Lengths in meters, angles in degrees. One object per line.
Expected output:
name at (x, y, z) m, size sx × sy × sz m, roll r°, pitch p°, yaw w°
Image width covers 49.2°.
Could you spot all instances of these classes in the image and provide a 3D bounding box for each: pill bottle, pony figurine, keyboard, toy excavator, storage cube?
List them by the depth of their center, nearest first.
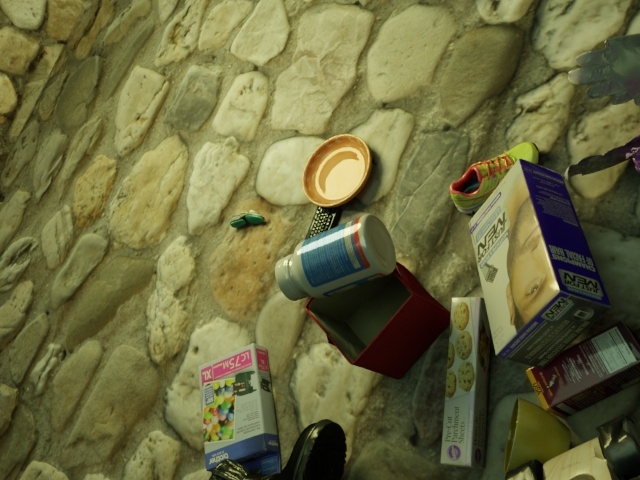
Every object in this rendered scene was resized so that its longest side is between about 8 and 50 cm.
toy excavator at (0.498, 0.547, 1.000) m, size 0.222 × 0.445 × 0.433 m, roll -37°, pitch 10°, yaw 20°
pony figurine at (0.627, -0.208, 1.208) m, size 0.351 × 0.303 × 0.363 m, roll -20°, pitch 50°, yaw -9°
pill bottle at (0.024, 0.041, 1.360) m, size 0.221 × 0.124 × 0.124 m, roll -22°, pitch 59°, yaw 27°
storage cube at (0.122, 0.149, 1.450) m, size 0.215 × 0.193 × 0.184 m, roll -51°, pitch 50°, yaw 9°
keyboard at (0.000, 0.000, 1.716) m, size 0.108 × 0.023 × 0.180 m, roll 15°, pitch 82°, yaw 40°

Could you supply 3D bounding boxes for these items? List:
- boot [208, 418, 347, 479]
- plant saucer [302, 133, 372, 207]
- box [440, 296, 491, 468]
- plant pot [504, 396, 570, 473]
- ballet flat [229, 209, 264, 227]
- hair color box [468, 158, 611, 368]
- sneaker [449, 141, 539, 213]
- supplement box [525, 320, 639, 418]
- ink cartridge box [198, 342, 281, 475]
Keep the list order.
boot at (-0.107, 0.512, 1.495) m, size 0.260 × 0.131 × 0.348 m, roll 18°, pitch 88°, yaw 40°
plant saucer at (0.045, -0.169, 1.739) m, size 0.200 × 0.037 × 0.200 m, roll -15°, pitch 60°, yaw 29°
box at (0.285, 0.270, 1.352) m, size 0.067 × 0.063 × 0.324 m, roll -5°, pitch 68°, yaw 36°
plant pot at (0.382, 0.353, 1.226) m, size 0.095 × 0.134 × 0.134 m, roll 10°, pitch 76°, yaw 13°
ballet flat at (-0.195, -0.063, 1.879) m, size 0.114 × 0.041 × 0.041 m, roll -10°, pitch 65°, yaw 32°
hair color box at (0.377, 0.034, 1.255) m, size 0.339 × 0.110 × 0.185 m, roll -91°, pitch 24°, yaw -46°
sneaker at (0.360, -0.137, 1.458) m, size 0.208 × 0.094 × 0.081 m, roll -39°, pitch 51°, yaw 16°
supplement box at (0.471, 0.227, 1.214) m, size 0.188 × 0.104 × 0.081 m, roll -34°, pitch 54°, yaw 20°
ink cartridge box at (-0.196, 0.421, 1.661) m, size 0.185 × 0.065 × 0.311 m, roll -26°, pitch 60°, yaw 25°
